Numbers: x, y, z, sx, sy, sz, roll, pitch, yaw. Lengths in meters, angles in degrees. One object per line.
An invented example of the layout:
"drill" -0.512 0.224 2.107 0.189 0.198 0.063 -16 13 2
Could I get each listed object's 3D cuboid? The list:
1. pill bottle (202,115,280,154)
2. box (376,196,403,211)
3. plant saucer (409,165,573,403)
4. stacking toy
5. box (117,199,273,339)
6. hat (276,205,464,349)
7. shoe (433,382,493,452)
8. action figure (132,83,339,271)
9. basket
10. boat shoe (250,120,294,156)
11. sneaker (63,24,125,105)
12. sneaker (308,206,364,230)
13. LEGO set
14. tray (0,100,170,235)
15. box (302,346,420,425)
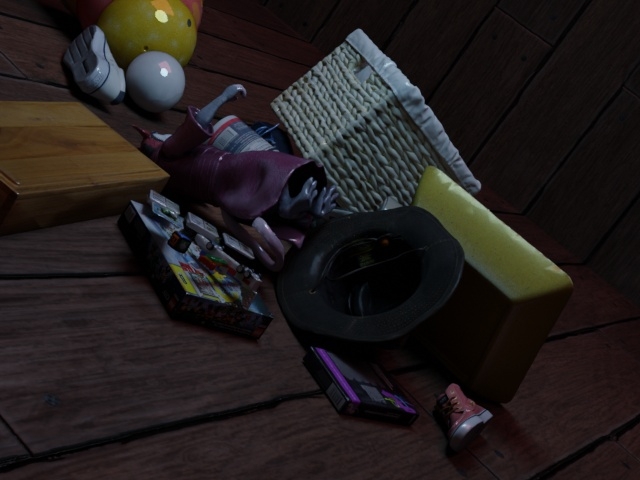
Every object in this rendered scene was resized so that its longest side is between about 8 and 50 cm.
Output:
"pill bottle" -0.133 -0.146 2.065 0.180 0.108 0.108 40 17 14
"box" 0.214 0.065 2.094 0.311 0.148 0.121 36 16 -2
"plant saucer" 0.233 0.094 1.855 0.081 0.332 0.333 -28 59 -37
"stacking toy" -0.362 -0.436 2.235 0.351 0.350 0.479 21 40 -40
"box" -0.183 0.041 1.560 0.159 0.044 0.233 20 22 -41
"hat" 0.087 0.089 1.731 0.331 0.331 0.134 -121 -169 -54
"shoe" 0.208 0.272 1.663 0.081 0.063 0.178 39 12 16
"action figure" -0.170 -0.091 1.794 0.370 0.275 0.248 17 -31 15
"basket" 0.109 -0.209 2.271 0.331 0.266 0.328 51 5 -34
"boat shoe" -0.109 -0.181 2.216 0.089 0.109 0.258 20 20 -32
"sneaker" -0.428 -0.328 2.063 0.091 0.094 0.258 46 13 -34
"sneaker" 0.000 0.000 1.958 0.107 0.124 0.283 19 -3 -27
"LEGO set" -0.174 0.009 1.536 0.182 0.060 0.244 31 5 -14
"tray" -0.396 -0.116 1.536 0.203 0.076 0.411 38 18 11
"box" 0.061 0.215 1.584 0.162 0.029 0.116 18 25 -42
